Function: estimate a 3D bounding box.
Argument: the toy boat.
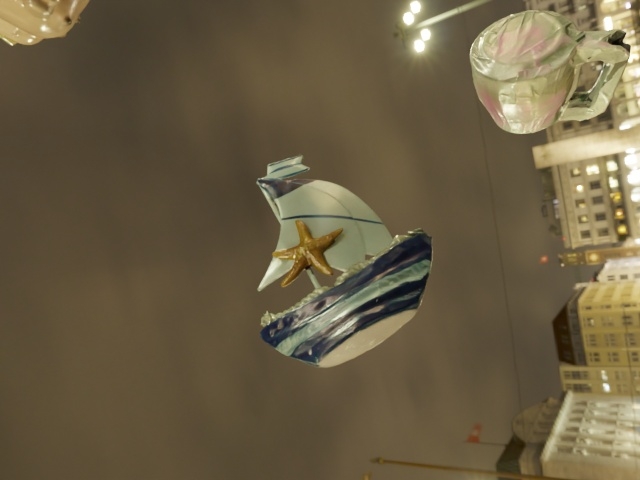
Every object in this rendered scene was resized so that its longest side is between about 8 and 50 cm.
[{"bbox_3d":[0.000,0.000,0.609,0.291,0.220,0.067,60,180,40],"label":"toy boat"}]

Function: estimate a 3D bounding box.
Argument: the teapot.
[{"bbox_3d":[0.373,-0.281,0.852,0.178,0.221,0.163,54,-156,-52],"label":"teapot"}]

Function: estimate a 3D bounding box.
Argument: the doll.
[{"bbox_3d":[-0.267,-0.332,0.535,0.119,0.278,0.154,26,-140,-43],"label":"doll"}]

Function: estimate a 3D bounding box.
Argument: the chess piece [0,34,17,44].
[{"bbox_3d":[-0.550,-0.395,0.802,0.200,0.090,0.090,52,-149,16],"label":"chess piece"}]
